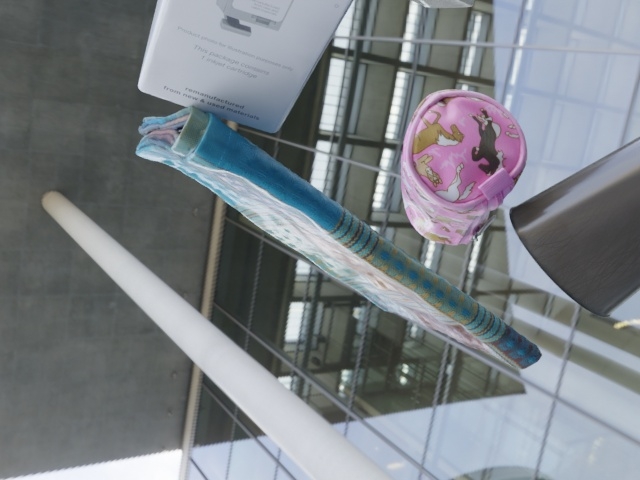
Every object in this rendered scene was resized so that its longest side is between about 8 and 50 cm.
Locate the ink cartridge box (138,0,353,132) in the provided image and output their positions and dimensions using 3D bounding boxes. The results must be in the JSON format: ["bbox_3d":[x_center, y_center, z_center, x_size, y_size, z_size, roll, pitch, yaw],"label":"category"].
[{"bbox_3d":[-0.025,-0.247,0.468,0.117,0.283,0.207,15,-124,-19],"label":"ink cartridge box"}]

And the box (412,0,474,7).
[{"bbox_3d":[0.130,-0.453,1.094,0.275,0.113,0.094,4,-80,-42],"label":"box"}]

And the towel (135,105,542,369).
[{"bbox_3d":[0.000,0.000,0.651,0.370,0.271,0.040,34,-96,-22],"label":"towel"}]

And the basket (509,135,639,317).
[{"bbox_3d":[0.391,-0.038,0.857,0.204,0.154,0.227,36,-58,-18],"label":"basket"}]

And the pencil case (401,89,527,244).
[{"bbox_3d":[0.200,-0.093,1.033,0.386,0.167,0.160,46,-120,-79],"label":"pencil case"}]
